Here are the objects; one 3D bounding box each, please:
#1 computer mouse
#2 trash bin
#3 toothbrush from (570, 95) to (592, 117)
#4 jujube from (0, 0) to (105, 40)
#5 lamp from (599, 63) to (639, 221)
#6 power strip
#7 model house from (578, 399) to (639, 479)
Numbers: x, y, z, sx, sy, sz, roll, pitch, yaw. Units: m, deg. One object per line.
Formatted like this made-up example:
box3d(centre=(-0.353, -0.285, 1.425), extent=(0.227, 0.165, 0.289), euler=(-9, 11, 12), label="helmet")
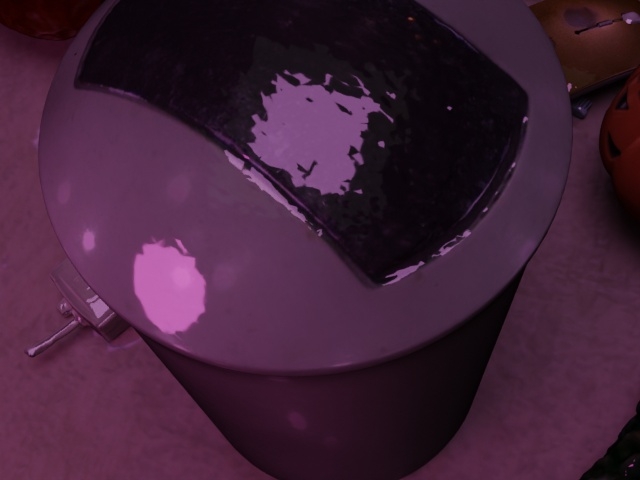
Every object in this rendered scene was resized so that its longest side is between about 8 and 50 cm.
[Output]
box3d(centre=(0.231, -0.176, 0.929), extent=(0.199, 0.045, 0.102), euler=(-21, 64, -13), label="computer mouse")
box3d(centre=(0.000, 0.000, 0.664), extent=(0.280, 0.432, 0.281), euler=(-2, 64, 3), label="trash bin")
box3d(centre=(0.158, -0.175, 0.961), extent=(0.219, 0.016, 0.019), euler=(32, 71, 18), label="toothbrush")
box3d(centre=(-0.260, -0.315, 0.973), extent=(0.212, 0.213, 0.232), euler=(18, 63, 13), label="jujube")
box3d(centre=(0.320, -0.074, 0.824), extent=(0.187, 0.164, 0.188), euler=(10, 56, -16), label="lamp")
box3d(centre=(-0.186, 0.040, 0.878), extent=(0.175, 0.042, 0.075), euler=(-43, 70, -14), label="power strip")
box3d(centre=(0.330, 0.204, 0.561), extent=(0.445, 0.400, 0.395), euler=(-38, 70, -12), label="model house")
